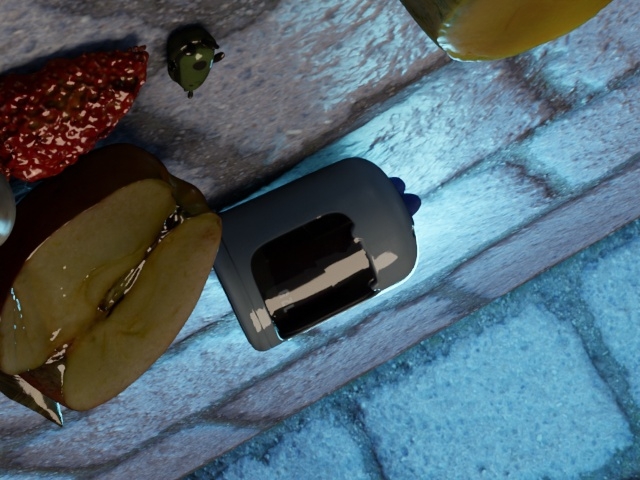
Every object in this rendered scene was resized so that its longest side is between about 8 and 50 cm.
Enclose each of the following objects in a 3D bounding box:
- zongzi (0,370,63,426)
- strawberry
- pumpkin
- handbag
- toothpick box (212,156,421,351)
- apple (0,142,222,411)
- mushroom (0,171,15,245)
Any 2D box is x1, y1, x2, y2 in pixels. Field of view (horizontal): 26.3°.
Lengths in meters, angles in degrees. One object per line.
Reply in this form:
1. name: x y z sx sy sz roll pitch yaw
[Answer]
1. zongzi: -0.431 0.143 2.056 0.248 0.241 0.111 -48 -172 37
2. strawberry: -0.301 -0.144 1.657 0.228 0.098 0.174 -21 161 -11
3. pumpkin: 0.231 -0.354 1.647 0.332 0.199 0.332 -21 158 -9
4. handbag: -0.159 -0.223 1.711 0.072 0.047 0.111 -18 157 -20
5. toothpick box: 0.000 0.000 2.244 0.354 0.263 0.263 -25 161 -5
6. apple: -0.304 0.052 1.866 0.365 0.295 0.329 -52 -171 2
7. mushroom: -0.474 -0.006 1.557 0.243 0.243 0.243 -23 161 -8
